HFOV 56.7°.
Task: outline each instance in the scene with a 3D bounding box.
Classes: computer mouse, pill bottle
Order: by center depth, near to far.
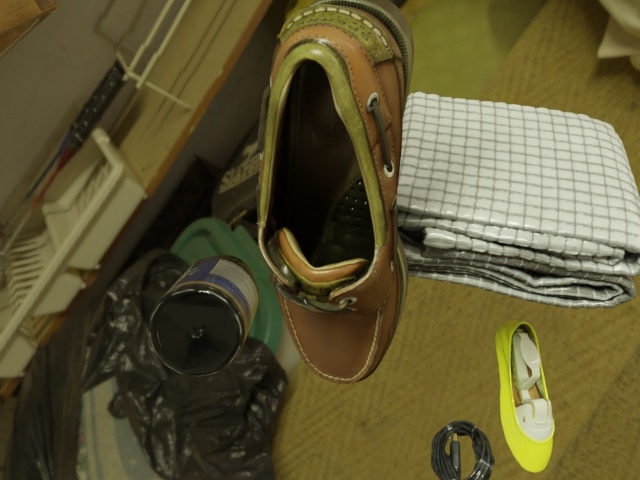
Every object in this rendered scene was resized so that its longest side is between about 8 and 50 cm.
[{"bbox_3d":[0.093,0.213,0.409,0.071,0.041,0.242,-32,10,29],"label":"computer mouse"},{"bbox_3d":[-0.152,0.092,0.836,0.123,0.122,0.219,-53,7,11],"label":"pill bottle"}]

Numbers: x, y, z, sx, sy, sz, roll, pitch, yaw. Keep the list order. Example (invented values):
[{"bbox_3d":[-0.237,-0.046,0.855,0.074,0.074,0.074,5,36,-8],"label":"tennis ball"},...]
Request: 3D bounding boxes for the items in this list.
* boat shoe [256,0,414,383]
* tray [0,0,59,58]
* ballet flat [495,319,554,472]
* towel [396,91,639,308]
[{"bbox_3d":[0.000,0.000,0.404,0.110,0.308,0.104,6,36,16],"label":"boat shoe"},{"bbox_3d":[-0.373,-0.123,0.468,0.410,0.076,0.203,4,40,50],"label":"tray"},{"bbox_3d":[0.317,0.232,0.910,0.077,0.077,0.231,117,153,-65],"label":"ballet flat"},{"bbox_3d":[0.215,-0.048,0.703,0.283,0.121,0.235,9,48,7],"label":"towel"}]
